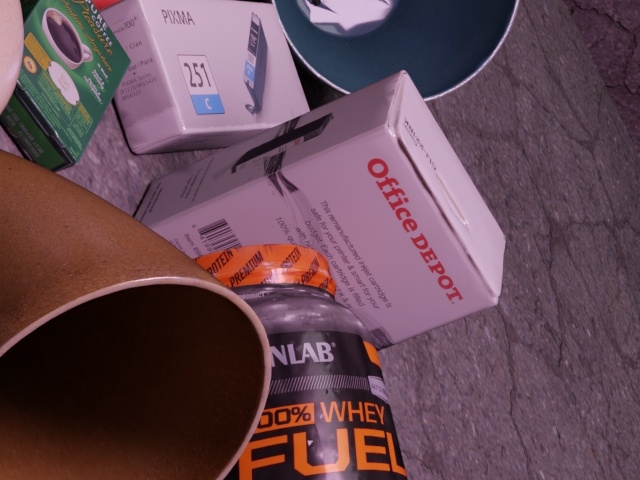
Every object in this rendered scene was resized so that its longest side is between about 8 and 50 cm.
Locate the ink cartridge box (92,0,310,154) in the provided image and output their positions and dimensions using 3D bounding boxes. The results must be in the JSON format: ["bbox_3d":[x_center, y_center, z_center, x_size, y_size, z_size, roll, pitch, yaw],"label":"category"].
[{"bbox_3d":[-0.131,-0.219,1.728,0.296,0.066,0.261,-13,82,-66],"label":"ink cartridge box"}]

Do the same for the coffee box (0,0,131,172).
[{"bbox_3d":[-0.224,-0.146,1.495,0.113,0.040,0.184,56,26,-26],"label":"coffee box"}]

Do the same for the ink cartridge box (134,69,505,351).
[{"bbox_3d":[0.000,0.000,1.553,0.197,0.273,0.114,57,26,-24],"label":"ink cartridge box"}]

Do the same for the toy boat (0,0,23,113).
[{"bbox_3d":[-0.329,-0.186,1.138,0.318,0.148,0.267,58,24,-5],"label":"toy boat"}]

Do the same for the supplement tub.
[{"bbox_3d":[-0.037,0.187,1.396,0.207,0.207,0.338,23,49,-58],"label":"supplement tub"}]

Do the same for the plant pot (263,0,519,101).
[{"bbox_3d":[0.055,-0.299,1.996,0.290,0.290,0.195,62,-12,-13],"label":"plant pot"}]

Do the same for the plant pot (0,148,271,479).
[{"bbox_3d":[-0.199,0.049,1.144,0.254,0.237,0.237,46,7,38],"label":"plant pot"}]
